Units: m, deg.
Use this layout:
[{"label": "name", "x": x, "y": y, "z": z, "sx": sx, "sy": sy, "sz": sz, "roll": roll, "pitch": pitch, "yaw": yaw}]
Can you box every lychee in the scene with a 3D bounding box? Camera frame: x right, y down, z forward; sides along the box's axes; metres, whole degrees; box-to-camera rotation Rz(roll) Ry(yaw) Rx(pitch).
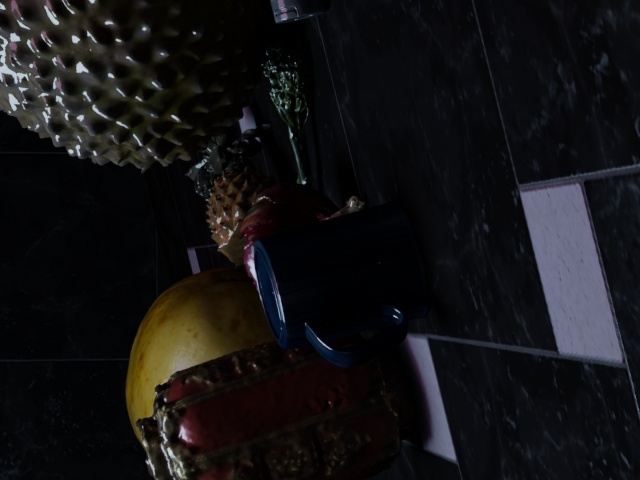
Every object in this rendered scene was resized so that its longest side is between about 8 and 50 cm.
[{"label": "lychee", "x": -0.225, "y": -0.280, "z": 1.704, "sx": 0.432, "sy": 0.380, "sz": 0.380, "roll": 57, "pitch": 175, "yaw": -19}]

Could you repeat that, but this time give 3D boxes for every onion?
[{"label": "onion", "x": 0.000, "y": 0.000, "z": 1.623, "sx": 0.140, "sy": 0.150, "sz": 0.150, "roll": -27, "pitch": 74, "yaw": 37}]

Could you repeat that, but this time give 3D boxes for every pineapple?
[{"label": "pineapple", "x": -0.115, "y": -0.088, "z": 1.999, "sx": 0.130, "sy": 0.119, "sz": 0.277, "roll": 98, "pitch": 157, "yaw": -46}]

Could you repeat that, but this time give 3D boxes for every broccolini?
[{"label": "broccolini", "x": -0.021, "y": -0.112, "z": 1.742, "sx": 0.054, "sy": 0.051, "sz": 0.239, "roll": -55, "pitch": -35, "yaw": -41}]

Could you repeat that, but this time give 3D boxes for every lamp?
[{"label": "lamp", "x": -0.045, "y": 0.187, "z": 1.611, "sx": 0.177, "sy": 0.274, "sz": 0.177, "roll": 164, "pitch": 90, "yaw": -85}]

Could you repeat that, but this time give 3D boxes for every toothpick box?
[{"label": "toothpick box", "x": -0.028, "y": -0.258, "z": 1.549, "sx": 0.052, "sy": 0.052, "sz": 0.083, "roll": -175, "pitch": 73, "yaw": -78}]

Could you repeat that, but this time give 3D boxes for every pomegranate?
[{"label": "pomegranate", "x": -0.105, "y": 0.173, "z": 1.937, "sx": 0.307, "sy": 0.307, "sz": 0.307, "roll": 166, "pitch": 90, "yaw": -79}]

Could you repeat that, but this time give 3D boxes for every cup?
[{"label": "cup", "x": 0.021, "y": 0.039, "z": 1.459, "sx": 0.150, "sy": 0.138, "sz": 0.113, "roll": -135, "pitch": 33, "yaw": -69}]
